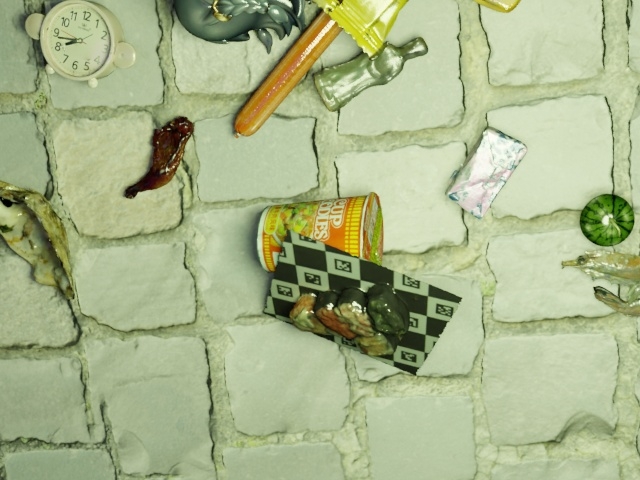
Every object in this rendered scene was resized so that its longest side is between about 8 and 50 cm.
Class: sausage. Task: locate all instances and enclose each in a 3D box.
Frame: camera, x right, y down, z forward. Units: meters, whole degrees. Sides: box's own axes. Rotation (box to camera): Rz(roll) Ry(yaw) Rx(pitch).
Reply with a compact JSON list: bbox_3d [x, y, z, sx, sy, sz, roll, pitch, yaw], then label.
[{"bbox_3d":[-0.052,-0.327,1.555,0.053,0.053,0.348,42,104,-2],"label":"sausage"}]

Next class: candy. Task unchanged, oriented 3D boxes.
[{"bbox_3d":[0.307,-0.130,1.537,0.092,0.073,0.160,32,103,2],"label":"candy"},{"bbox_3d":[0.132,-0.484,1.467,0.187,0.081,0.297,43,82,-8],"label":"candy"}]

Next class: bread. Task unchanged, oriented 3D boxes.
[{"bbox_3d":[0.312,-0.459,1.481,0.115,0.056,0.082,23,99,8],"label":"bread"}]

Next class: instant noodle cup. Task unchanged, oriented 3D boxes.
[{"bbox_3d":[0.000,0.000,1.559,0.212,0.193,0.193,1,101,16],"label":"instant noodle cup"}]

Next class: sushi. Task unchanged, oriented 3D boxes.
[{"bbox_3d":[0.057,0.149,1.523,0.339,0.069,0.320,22,145,2],"label":"sushi"}]

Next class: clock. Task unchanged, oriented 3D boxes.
[{"bbox_3d":[-0.460,-0.385,1.595,0.229,0.063,0.156,18,105,6],"label":"clock"}]

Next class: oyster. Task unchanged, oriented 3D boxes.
[{"bbox_3d":[-0.586,-0.007,1.681,0.166,0.094,0.295,-17,109,29],"label":"oyster"}]

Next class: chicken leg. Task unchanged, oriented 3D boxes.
[{"bbox_3d":[-0.315,-0.156,1.627,0.093,0.053,0.205,34,97,23],"label":"chicken leg"}]

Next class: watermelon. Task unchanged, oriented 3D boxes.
[{"bbox_3d":[0.526,-0.038,1.510,0.108,0.109,0.109,1,101,7],"label":"watermelon"}]

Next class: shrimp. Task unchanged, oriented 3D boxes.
[{"bbox_3d":[0.564,0.081,1.562,0.223,0.047,0.126,11,112,4],"label":"shrimp"}]

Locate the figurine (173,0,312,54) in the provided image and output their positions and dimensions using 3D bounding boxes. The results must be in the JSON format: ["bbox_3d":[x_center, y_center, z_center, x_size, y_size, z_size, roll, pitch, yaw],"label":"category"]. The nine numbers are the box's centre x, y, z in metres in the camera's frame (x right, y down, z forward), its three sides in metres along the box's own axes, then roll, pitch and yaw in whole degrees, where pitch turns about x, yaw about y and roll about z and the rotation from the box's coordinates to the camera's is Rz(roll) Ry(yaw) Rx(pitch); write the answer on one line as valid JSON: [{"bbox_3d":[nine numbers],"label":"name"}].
[{"bbox_3d":[-0.135,-0.445,1.490,0.264,0.197,0.175,-13,86,17],"label":"figurine"}]

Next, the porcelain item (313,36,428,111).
[{"bbox_3d":[0.096,-0.322,1.529,0.215,0.069,0.081,-26,93,13],"label":"porcelain item"}]
